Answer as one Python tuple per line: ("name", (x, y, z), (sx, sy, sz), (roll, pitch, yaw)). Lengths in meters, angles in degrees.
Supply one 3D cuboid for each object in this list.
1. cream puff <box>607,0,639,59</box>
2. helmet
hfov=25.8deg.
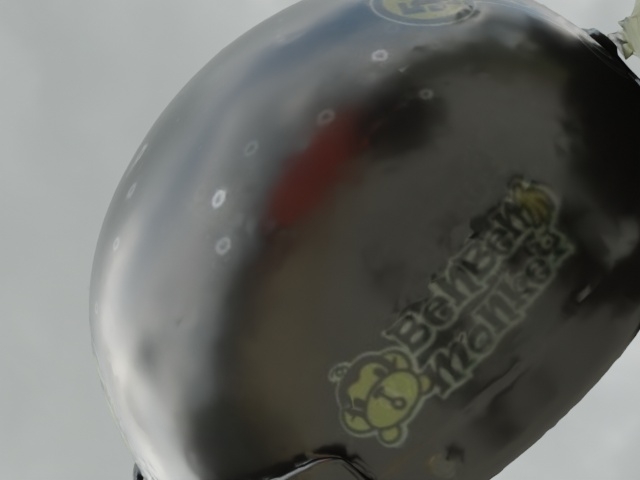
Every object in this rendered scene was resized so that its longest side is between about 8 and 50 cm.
("cream puff", (0.294, -0.041, 0.549), (0.270, 0.274, 0.323), (-30, -64, 4))
("helmet", (0.000, 0.000, 0.542), (0.279, 0.230, 0.160), (-40, -73, -5))
